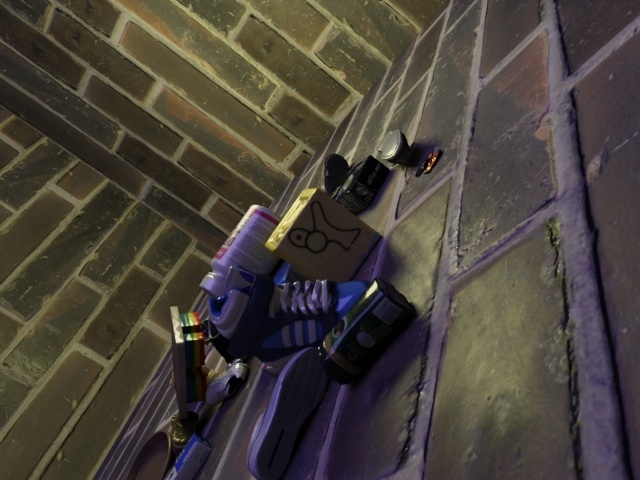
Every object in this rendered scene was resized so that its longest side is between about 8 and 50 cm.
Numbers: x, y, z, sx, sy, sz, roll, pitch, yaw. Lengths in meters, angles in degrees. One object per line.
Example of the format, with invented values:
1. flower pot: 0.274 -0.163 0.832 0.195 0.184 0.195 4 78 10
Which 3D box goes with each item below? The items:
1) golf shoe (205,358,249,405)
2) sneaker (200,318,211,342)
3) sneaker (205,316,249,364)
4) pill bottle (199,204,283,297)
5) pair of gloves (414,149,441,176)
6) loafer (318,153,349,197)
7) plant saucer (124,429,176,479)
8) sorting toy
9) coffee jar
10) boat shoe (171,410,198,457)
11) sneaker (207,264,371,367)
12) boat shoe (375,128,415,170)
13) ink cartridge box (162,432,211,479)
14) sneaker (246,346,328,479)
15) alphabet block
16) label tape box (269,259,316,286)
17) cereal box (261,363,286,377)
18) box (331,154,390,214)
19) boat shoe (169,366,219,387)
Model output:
1. golf shoe: -0.273 0.419 1.683 0.176 0.069 0.086 -52 18 16
2. sneaker: -0.397 0.330 2.409 0.275 0.107 0.110 -39 -1 36
3. sneaker: -0.251 0.243 1.833 0.101 0.153 0.268 -10 44 49
4. pill bottle: -0.209 0.053 1.686 0.283 0.160 0.160 -56 12 -15
5. pair of gloves: 0.262 -0.189 1.442 0.074 0.010 0.083 -57 11 -12
6. loafer: 0.034 -0.225 2.226 0.095 0.109 0.302 -51 14 34
7. plant saucer: -0.505 0.696 1.732 0.278 0.041 0.277 -41 29 28
8. sorting toy: -0.403 0.366 1.812 0.257 0.090 0.255 -134 43 -64
9. coffee jar: 0.072 0.159 1.024 0.184 0.079 0.096 -51 14 11
10. boat shoe: -0.399 0.566 1.722 0.223 0.080 0.073 -147 61 -79
11. sneaker: -0.071 0.120 1.162 0.323 0.236 0.130 -30 32 26
12. boat shoe: 0.212 -0.249 1.643 0.095 0.079 0.254 -55 9 5
13. ink cartridge box: -0.365 0.611 1.531 0.207 0.046 0.097 -56 13 -12
14. sneaker: -0.071 0.316 1.102 0.091 0.094 0.258 -24 33 60
15. alphabet block: 0.000 0.000 1.471 0.192 0.197 0.193 -55 11 -5
16. label tape box: -0.108 0.140 1.719 0.249 0.115 0.347 -49 10 23
17. cereal box: -0.045 0.229 1.357 0.173 0.047 0.240 -59 13 -24
18. box: 0.108 -0.155 1.783 0.147 0.078 0.180 -60 13 -23
19. boat shoe: -0.466 0.487 2.091 0.123 0.123 0.342 -59 13 -24
